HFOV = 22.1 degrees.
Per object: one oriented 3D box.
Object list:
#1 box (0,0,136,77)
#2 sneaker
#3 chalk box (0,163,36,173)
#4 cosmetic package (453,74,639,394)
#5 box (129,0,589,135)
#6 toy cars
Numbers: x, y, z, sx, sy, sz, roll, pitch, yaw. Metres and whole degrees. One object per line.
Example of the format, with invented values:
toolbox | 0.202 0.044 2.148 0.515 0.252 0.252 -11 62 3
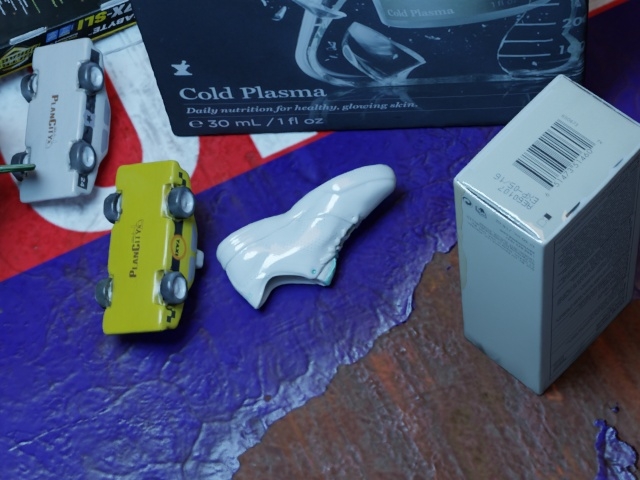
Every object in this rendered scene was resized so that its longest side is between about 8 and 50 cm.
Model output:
box | -0.370 -0.368 1.931 0.257 0.079 0.322 -26 76 -25
sneaker | 0.000 0.000 1.759 0.212 0.080 0.094 -30 72 -3
chalk box | -0.451 -0.086 1.742 0.289 0.180 0.179 11 87 -11
cosmetic package | 0.223 0.002 1.585 0.113 0.309 0.160 38 69 24
box | 0.042 -0.357 1.724 0.480 0.472 0.297 -2 59 6
toy cars | -0.226 -0.056 1.800 0.176 0.087 0.393 -45 58 13
